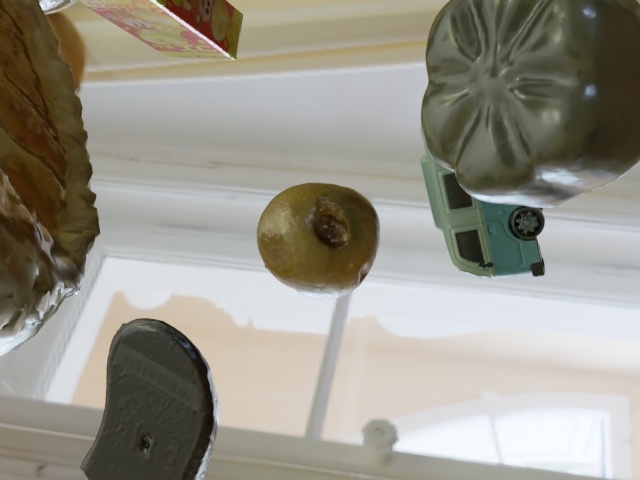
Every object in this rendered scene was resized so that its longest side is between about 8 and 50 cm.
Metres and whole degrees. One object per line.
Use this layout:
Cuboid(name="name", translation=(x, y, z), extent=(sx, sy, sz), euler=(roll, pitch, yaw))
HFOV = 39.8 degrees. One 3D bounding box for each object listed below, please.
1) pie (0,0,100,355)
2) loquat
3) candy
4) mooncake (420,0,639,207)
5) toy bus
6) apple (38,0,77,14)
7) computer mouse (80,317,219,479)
Cuboid(name="pie", translation=(-0.200, -0.103, 0.345), extent=(0.339, 0.077, 0.339), euler=(56, -172, -11))
Cuboid(name="loquat", translation=(-0.005, 0.002, 1.510), extent=(0.213, 0.213, 0.213), euler=(6, -90, -81))
Cuboid(name="candy", translation=(-0.241, -0.360, 1.361), extent=(0.276, 0.146, 0.088), euler=(22, -105, -66))
Cuboid(name="mooncake", translation=(0.219, -0.166, 0.936), extent=(0.135, 0.275, 0.274), euler=(5, -89, -39))
Cuboid(name="toy bus", translation=(0.248, -0.074, 1.348), extent=(0.133, 0.165, 0.271), euler=(-50, -53, -72))
Cuboid(name="apple", translation=(-0.279, -0.303, 0.810), extent=(0.188, 0.188, 0.173), euler=(-61, -7, -68))
Cuboid(name="computer mouse", translation=(-0.165, 0.200, 0.936), extent=(0.088, 0.147, 0.264), euler=(-14, -51, -59))
